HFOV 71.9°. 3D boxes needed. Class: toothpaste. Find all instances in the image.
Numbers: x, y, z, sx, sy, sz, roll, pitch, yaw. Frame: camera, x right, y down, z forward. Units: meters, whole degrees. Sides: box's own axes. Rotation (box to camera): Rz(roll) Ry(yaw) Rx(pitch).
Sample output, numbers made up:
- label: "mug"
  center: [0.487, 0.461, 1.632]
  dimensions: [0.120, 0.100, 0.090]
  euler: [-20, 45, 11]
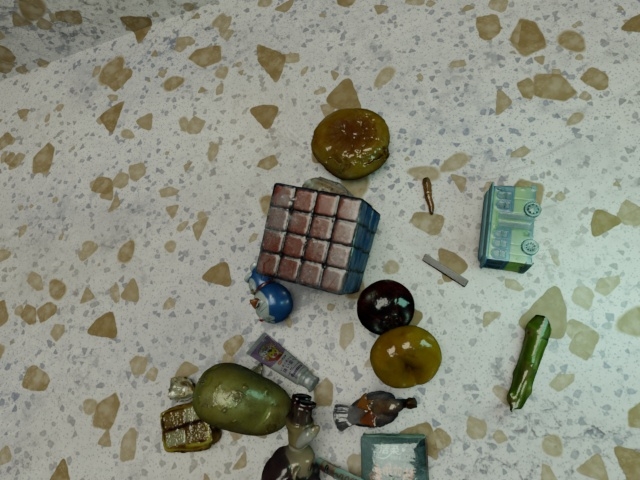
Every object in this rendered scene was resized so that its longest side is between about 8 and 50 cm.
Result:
- label: "toothpaste"
  center: [0.068, 0.806, 1.515]
  dimensions: [0.205, 0.036, 0.056]
  euler: [8, 88, 41]
- label: "toothpaste"
  center: [-0.142, 0.471, 1.699]
  dimensions: [0.299, 0.073, 0.114]
  euler: [29, 62, 23]

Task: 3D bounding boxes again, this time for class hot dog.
- label: "hot dog"
  center: [0.041, -0.183, 1.867]
  dimensions: [0.268, 0.075, 0.144]
  euler: [33, 79, 22]

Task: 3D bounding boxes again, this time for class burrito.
- label: "burrito"
  center: [-0.274, 0.534, 1.721]
  dimensions: [0.149, 0.041, 0.055]
  euler: [-36, 78, -4]

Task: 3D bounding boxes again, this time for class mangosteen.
- label: "mangosteen"
  center: [0.239, 0.239, 1.626]
  dimensions: [0.216, 0.216, 0.216]
  euler: [-4, 72, 12]

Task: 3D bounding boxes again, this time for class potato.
- label: "potato"
  center: [-0.269, 0.568, 1.568]
  dimensions: [0.359, 0.270, 0.219]
  euler: [22, 81, -7]

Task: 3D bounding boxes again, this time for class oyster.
- label: "oyster"
  center: [-0.540, 0.595, 1.755]
  dimensions: [0.148, 0.051, 0.103]
  euler: [6, 76, 30]

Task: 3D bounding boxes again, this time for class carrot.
- label: "carrot"
  center: [0.440, -0.182, 1.797]
  dimensions: [0.035, 0.036, 0.165]
  euler: [-7, 73, 10]

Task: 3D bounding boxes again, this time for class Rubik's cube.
- label: "Rubik's cube"
  center: [0.000, 0.000, 1.642]
  dimensions: [0.343, 0.337, 0.345]
  euler: [15, 90, 17]

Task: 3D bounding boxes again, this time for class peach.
- label: "peach"
  center: [0.299, 0.411, 1.539]
  dimensions: [0.251, 0.153, 0.251]
  euler: [0, 114, 0]

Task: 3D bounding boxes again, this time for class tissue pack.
- label: "tissue pack"
  center: [0.251, 0.819, 1.477]
  dimensions: [0.227, 0.103, 0.316]
  euler: [-3, 73, 11]

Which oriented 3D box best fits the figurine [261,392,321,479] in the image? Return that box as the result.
- label: "figurine"
  center: [-0.066, 0.723, 1.510]
  dimensions: [0.218, 0.206, 0.365]
  euler: [11, 79, 60]

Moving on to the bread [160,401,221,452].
- label: "bread"
  center: [-0.499, 0.714, 1.687]
  dimensions: [0.222, 0.096, 0.182]
  euler: [-14, 67, 8]

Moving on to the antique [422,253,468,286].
- label: "antique"
  center: [0.479, 0.115, 1.701]
  dimensions: [0.192, 0.015, 0.031]
  euler: [35, 84, 21]

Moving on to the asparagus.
- label: "asparagus"
  center: [0.712, 0.423, 1.512]
  dimensions: [0.082, 0.085, 0.343]
  euler: [18, 78, 21]

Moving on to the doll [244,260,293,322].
- label: "doll"
  center: [-0.216, 0.206, 1.749]
  dimensions: [0.161, 0.215, 0.257]
  euler: [-17, 53, -33]

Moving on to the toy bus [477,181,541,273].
- label: "toy bus"
  center: [0.695, -0.047, 1.632]
  dimensions: [0.190, 0.152, 0.312]
  euler: [7, 75, 15]

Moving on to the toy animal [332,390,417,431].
- label: "toy animal"
  center: [0.185, 0.589, 1.532]
  dimensions: [0.298, 0.185, 0.122]
  euler: [-30, 67, 29]

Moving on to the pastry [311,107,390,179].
- label: "pastry"
  center: [0.129, -0.418, 1.877]
  dimensions: [0.355, 0.164, 0.356]
  euler: [-5, 71, 14]
